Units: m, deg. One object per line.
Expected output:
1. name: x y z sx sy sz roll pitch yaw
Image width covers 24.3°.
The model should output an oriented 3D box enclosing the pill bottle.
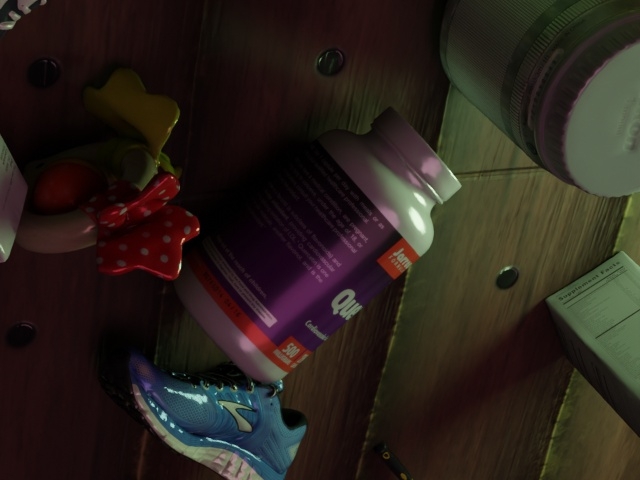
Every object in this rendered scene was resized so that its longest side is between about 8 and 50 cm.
1. pill bottle: 0.000 0.000 1.693 0.323 0.181 0.181 -41 133 3

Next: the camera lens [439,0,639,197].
1. camera lens: 0.276 -0.200 1.644 0.219 0.274 0.219 -15 128 -20

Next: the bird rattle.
1. bird rattle: -0.221 -0.041 1.511 0.207 0.253 0.143 -15 132 11

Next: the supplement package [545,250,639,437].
1. supplement package: 0.436 0.153 2.010 0.139 0.244 0.134 -31 131 -5

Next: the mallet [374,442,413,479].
1. mallet: 0.120 0.352 2.121 0.062 0.039 0.190 -42 128 6

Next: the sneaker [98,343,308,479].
1. sneaker: -0.135 0.194 1.816 0.330 0.130 0.147 38 85 -45

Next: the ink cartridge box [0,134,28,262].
1. ink cartridge box: -0.423 -0.094 1.381 0.201 0.117 0.278 -10 132 11

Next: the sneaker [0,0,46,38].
1. sneaker: -0.297 -0.231 1.418 0.235 0.094 0.153 -1 124 -30
